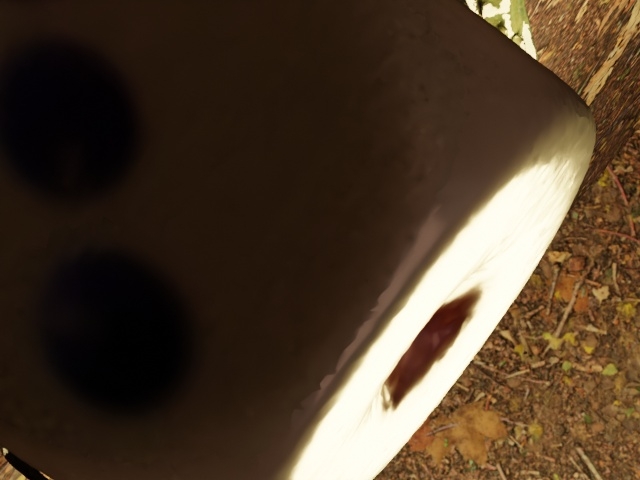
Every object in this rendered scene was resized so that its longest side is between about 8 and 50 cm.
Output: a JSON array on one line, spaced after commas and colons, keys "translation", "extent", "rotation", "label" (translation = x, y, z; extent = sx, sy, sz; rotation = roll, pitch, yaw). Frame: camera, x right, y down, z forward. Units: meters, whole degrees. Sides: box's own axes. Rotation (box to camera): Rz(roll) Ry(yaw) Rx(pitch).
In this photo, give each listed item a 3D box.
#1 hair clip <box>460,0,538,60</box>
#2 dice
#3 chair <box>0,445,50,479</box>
[{"translation": [0.103, -0.209, 1.422], "extent": [0.321, 0.138, 0.091], "rotation": [67, 18, -74], "label": "hair clip"}, {"translation": [-0.061, -0.040, 0.856], "extent": [0.277, 0.304, 0.304], "rotation": [-56, 166, 9], "label": "dice"}, {"translation": [-0.151, 0.208, 1.407], "extent": [0.174, 0.213, 0.149], "rotation": [-42, 157, -33], "label": "chair"}]
